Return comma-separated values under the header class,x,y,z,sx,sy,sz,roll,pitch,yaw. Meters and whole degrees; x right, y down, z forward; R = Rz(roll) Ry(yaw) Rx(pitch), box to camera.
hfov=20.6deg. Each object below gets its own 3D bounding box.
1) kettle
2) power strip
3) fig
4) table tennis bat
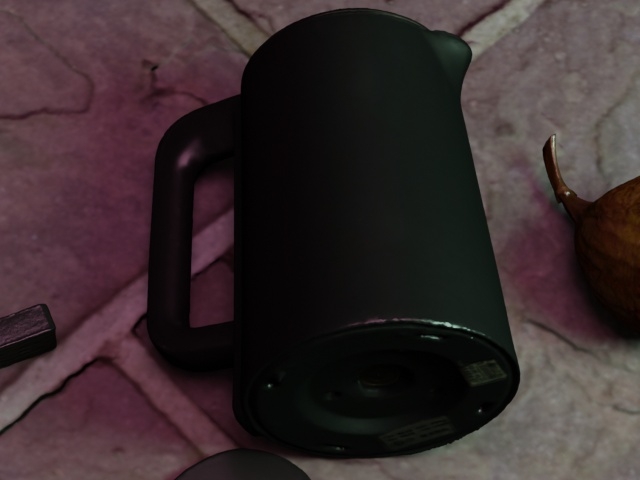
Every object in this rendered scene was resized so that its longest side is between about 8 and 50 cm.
class,x,y,z,sx,sy,sz,roll,pitch,yaw
kettle,0.013,0.003,1.386,0.203,0.262,0.308,21,47,-34
power strip,-0.260,0.085,1.371,0.111,0.038,0.029,-20,64,-15
fig,0.243,-0.007,1.441,0.201,0.133,0.146,25,28,33
table tennis bat,-0.084,0.245,1.301,0.130,0.019,0.220,32,60,15
